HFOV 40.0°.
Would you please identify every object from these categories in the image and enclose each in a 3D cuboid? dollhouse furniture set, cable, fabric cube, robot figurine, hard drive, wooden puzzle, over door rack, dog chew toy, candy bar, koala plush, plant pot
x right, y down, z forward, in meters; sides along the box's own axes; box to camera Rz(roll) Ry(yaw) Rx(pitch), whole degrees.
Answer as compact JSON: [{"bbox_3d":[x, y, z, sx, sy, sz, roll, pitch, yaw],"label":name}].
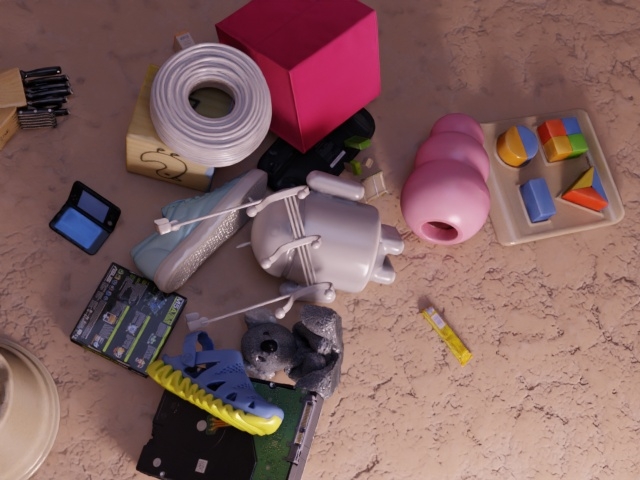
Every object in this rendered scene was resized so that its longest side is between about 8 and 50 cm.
[{"bbox_3d":[0.100,-0.168,2.081,0.076,0.058,0.152,-30,118,-27],"label":"dollhouse furniture set"},{"bbox_3d":[-0.225,-0.286,1.835,0.257,0.089,0.257,-40,84,-21],"label":"cable"},{"bbox_3d":[-0.045,-0.409,1.993,0.258,0.254,0.259,-40,59,-21],"label":"fabric cube"},{"bbox_3d":[0.000,0.000,1.930,0.353,0.200,0.300,13,103,-9],"label":"robot figurine"},{"bbox_3d":[-0.180,0.385,1.744,0.338,0.064,0.237,5,66,27],"label":"hard drive"},{"bbox_3d":[0.563,-0.171,2.174,0.347,0.080,0.322,-12,75,-16],"label":"wooden puzzle"},{"bbox_3d":[-0.153,0.044,1.770,0.324,0.108,0.240,-14,106,1],"label":"over door rack"},{"bbox_3d":[0.303,-0.159,2.058,0.206,0.207,0.332,17,61,-6],"label":"dog chew toy"},{"bbox_3d":[0.289,0.215,2.017,0.040,0.018,0.161,-35,82,-24],"label":"candy bar"},{"bbox_3d":[-0.069,0.234,1.870,0.221,0.203,0.196,3,84,10],"label":"koala plush"},{"bbox_3d":[-0.665,0.309,1.625,0.333,0.305,0.334,4,71,-11],"label":"plant pot"}]

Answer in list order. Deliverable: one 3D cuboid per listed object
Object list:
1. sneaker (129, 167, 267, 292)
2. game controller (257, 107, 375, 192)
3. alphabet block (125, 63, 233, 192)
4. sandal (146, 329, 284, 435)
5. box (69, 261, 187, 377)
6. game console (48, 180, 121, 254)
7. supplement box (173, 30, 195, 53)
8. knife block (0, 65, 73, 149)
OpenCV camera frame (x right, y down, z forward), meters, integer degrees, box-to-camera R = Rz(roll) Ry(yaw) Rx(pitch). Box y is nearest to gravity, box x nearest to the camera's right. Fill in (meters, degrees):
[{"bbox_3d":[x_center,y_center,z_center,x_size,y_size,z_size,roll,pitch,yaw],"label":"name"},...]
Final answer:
[{"bbox_3d":[-0.269,-0.058,1.930,0.150,0.135,0.366,36,60,14],"label":"sneaker"},{"bbox_3d":[-0.005,-0.225,2.088,0.166,0.067,0.319,45,68,-11],"label":"game controller"},{"bbox_3d":[-0.312,-0.246,1.951,0.197,0.192,0.194,15,67,-6],"label":"alphabet block"},{"bbox_3d":[-0.195,0.269,1.707,0.317,0.126,0.138,23,70,30],"label":"sandal"},{"bbox_3d":[-0.406,0.168,1.870,0.184,0.045,0.191,27,67,-5],"label":"box"},{"bbox_3d":[-0.511,-0.049,1.907,0.122,0.107,0.071,34,40,0],"label":"game console"},{"bbox_3d":[-0.310,-0.438,2.084,0.036,0.062,0.098,-25,79,-20],"label":"supplement box"},{"bbox_3d":[-0.704,-0.333,1.950,0.275,0.088,0.242,31,67,0],"label":"knife block"}]
